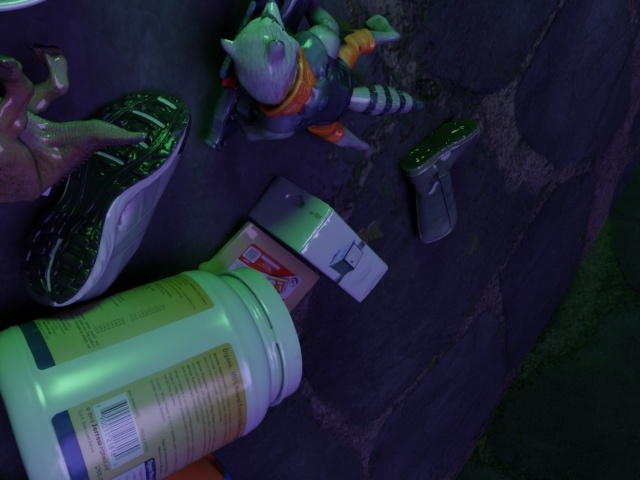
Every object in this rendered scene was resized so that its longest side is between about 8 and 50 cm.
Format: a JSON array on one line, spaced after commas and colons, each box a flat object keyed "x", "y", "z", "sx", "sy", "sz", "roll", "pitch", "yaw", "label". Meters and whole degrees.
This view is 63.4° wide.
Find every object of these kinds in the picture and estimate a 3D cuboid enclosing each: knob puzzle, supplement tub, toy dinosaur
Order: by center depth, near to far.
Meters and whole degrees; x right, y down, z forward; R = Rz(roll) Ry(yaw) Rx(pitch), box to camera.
[{"x": -0.313, "y": -0.071, "z": 0.445, "sx": 0.296, "sy": 0.127, "sz": 0.200, "roll": 0, "pitch": 116, "yaw": -27, "label": "toy dinosaur"}, {"x": -0.204, "y": 0.169, "z": 0.643, "sx": 0.316, "sy": 0.228, "sz": 0.228, "roll": -18, "pitch": 125, "yaw": -34, "label": "supplement tub"}, {"x": -0.121, "y": 0.082, "z": 0.821, "sx": 0.213, "sy": 0.030, "sz": 0.213, "roll": -13, "pitch": 122, "yaw": -22, "label": "knob puzzle"}]

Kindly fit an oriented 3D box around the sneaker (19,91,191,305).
[{"x": -0.236, "y": -0.051, "z": 0.600, "sx": 0.271, "sy": 0.100, "sz": 0.108, "roll": -61, "pitch": 172, "yaw": -6, "label": "sneaker"}]

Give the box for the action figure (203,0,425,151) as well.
[{"x": 0.015, "y": -0.235, "z": 0.638, "sx": 0.330, "sy": 0.178, "sz": 0.341, "roll": -22, "pitch": 144, "yaw": -56, "label": "action figure"}]

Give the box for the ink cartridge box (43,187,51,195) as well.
[{"x": -0.320, "y": -0.081, "z": 0.534, "sx": 0.083, "sy": 0.028, "sz": 0.048, "roll": 16, "pitch": 103, "yaw": -48, "label": "ink cartridge box"}]

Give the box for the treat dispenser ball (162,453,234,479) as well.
[{"x": -0.246, "y": 0.419, "z": 0.716, "sx": 0.288, "sy": 0.288, "sz": 0.288, "roll": -23, "pitch": 128, "yaw": -33, "label": "treat dispenser ball"}]

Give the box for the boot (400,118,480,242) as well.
[{"x": 0.251, "y": -0.113, "z": 1.027, "sx": 0.190, "sy": 0.076, "sz": 0.208, "roll": -34, "pitch": 129, "yaw": -4, "label": "boot"}]

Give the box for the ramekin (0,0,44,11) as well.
[{"x": -0.280, "y": -0.287, "z": 0.386, "sx": 0.207, "sy": 0.109, "sz": 0.207, "roll": -23, "pitch": 127, "yaw": -33, "label": "ramekin"}]

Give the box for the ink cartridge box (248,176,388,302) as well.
[{"x": 0.000, "y": 0.000, "z": 0.806, "sx": 0.082, "sy": 0.140, "sz": 0.191, "roll": -53, "pitch": 138, "yaw": -2, "label": "ink cartridge box"}]
